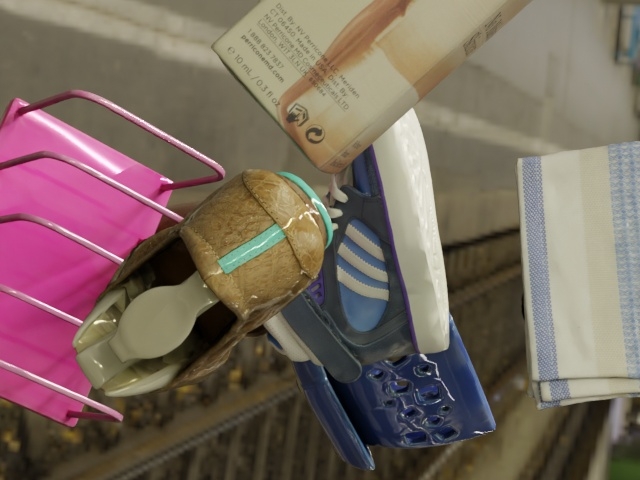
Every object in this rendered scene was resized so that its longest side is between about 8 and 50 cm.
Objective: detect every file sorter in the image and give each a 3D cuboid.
[{"bbox_3d":[-0.251,0.019,1.483,0.202,0.182,0.291,29,72,-27],"label":"file sorter"}]

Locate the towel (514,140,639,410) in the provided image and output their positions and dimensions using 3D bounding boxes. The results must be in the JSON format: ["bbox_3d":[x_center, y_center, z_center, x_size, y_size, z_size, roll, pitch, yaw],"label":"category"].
[{"bbox_3d":[0.298,0.020,1.174,0.034,0.285,0.209,40,45,-76],"label":"towel"}]

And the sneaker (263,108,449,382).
[{"bbox_3d":[0.000,0.000,1.540,0.130,0.236,0.323,-77,158,-53],"label":"sneaker"}]

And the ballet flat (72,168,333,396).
[{"bbox_3d":[-0.109,0.055,1.073,0.124,0.116,0.342,-36,-179,-32],"label":"ballet flat"}]

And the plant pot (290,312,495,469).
[{"bbox_3d":[0.074,0.142,1.926,0.236,0.212,0.236,-112,175,-47],"label":"plant pot"}]

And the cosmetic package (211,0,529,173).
[{"bbox_3d":[0.075,-0.194,1.129,0.296,0.129,0.153,-42,176,8],"label":"cosmetic package"}]

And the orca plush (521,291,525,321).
[{"bbox_3d":[0.309,0.046,1.511,0.102,0.287,0.151,47,70,-30],"label":"orca plush"}]

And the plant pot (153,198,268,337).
[{"bbox_3d":[-0.139,0.023,1.664,0.167,0.165,0.167,-2,92,-53],"label":"plant pot"}]
